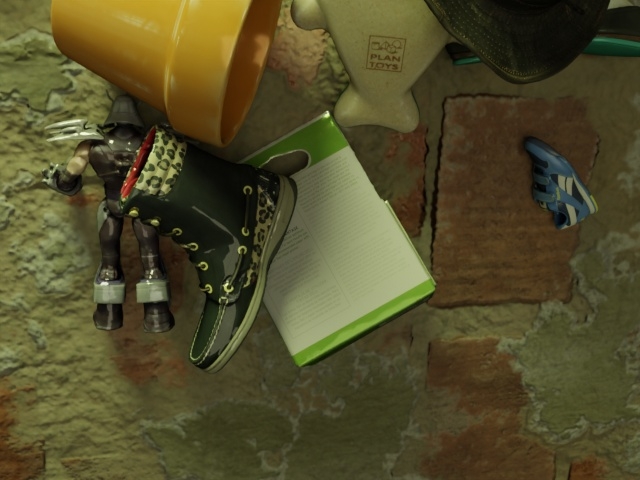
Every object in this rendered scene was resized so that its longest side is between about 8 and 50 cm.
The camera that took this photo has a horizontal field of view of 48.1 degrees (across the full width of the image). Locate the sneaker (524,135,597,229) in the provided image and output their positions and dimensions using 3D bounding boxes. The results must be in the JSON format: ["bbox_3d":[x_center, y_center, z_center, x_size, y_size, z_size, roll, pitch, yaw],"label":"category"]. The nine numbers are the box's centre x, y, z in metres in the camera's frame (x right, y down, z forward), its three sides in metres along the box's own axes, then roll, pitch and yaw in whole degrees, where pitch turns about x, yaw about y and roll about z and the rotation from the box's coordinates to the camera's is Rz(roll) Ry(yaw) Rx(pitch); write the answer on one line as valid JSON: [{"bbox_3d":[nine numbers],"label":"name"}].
[{"bbox_3d":[0.302,-0.072,0.929,0.059,0.053,0.144,-39,111,8],"label":"sneaker"}]

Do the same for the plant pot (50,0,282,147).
[{"bbox_3d":[-0.155,-0.221,0.725,0.187,0.205,0.205,19,107,0],"label":"plant pot"}]

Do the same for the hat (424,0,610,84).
[{"bbox_3d":[0.231,-0.319,0.663,0.331,0.134,0.332,0,91,-32],"label":"hat"}]

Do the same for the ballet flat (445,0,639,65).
[{"bbox_3d":[0.283,-0.259,0.836,0.280,0.095,0.096,-4,99,-9],"label":"ballet flat"}]

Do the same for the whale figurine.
[{"bbox_3d":[0.076,-0.252,0.793,0.216,0.141,0.272,5,133,2],"label":"whale figurine"}]

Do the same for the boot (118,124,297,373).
[{"bbox_3d":[-0.141,0.009,0.772,0.178,0.085,0.237,24,84,-29],"label":"boot"}]

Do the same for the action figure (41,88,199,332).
[{"bbox_3d":[-0.225,-0.037,0.829,0.185,0.099,0.285,2,107,-3],"label":"action figure"}]

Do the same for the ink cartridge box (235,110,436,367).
[{"bbox_3d":[0.000,0.000,0.889,0.188,0.097,0.255,-29,79,2],"label":"ink cartridge box"}]
